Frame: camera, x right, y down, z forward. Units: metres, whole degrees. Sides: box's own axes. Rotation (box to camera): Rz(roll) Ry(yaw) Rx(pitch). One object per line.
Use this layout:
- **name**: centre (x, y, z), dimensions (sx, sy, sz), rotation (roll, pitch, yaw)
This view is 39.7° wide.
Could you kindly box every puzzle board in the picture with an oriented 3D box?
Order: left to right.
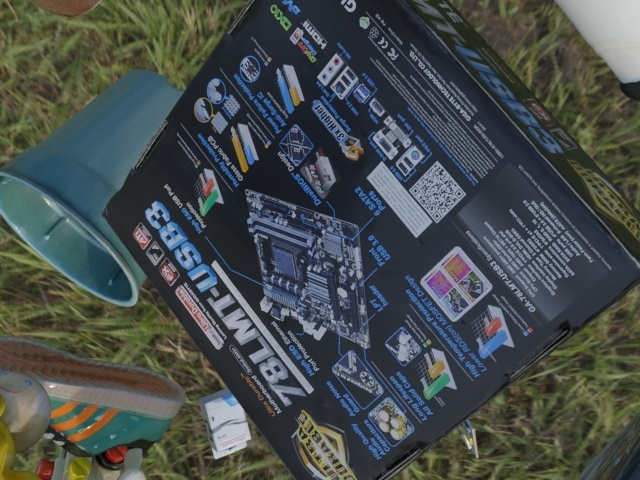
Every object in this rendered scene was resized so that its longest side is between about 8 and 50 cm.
- **puzzle board**: centre (0.224, 0.286, 1.462), dimensions (0.011, 0.096, 0.128), rotation (-23, 47, -6)

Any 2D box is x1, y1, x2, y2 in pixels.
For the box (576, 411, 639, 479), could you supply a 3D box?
- **box**: centre (0.118, 0.162, 0.404), dimensions (0.044, 0.159, 0.233), rotation (38, 56, 16)

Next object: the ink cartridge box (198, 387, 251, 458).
- **ink cartridge box**: centre (-0.118, 0.232, 1.112), dimensions (0.048, 0.028, 0.083), rotation (-18, 101, -23)

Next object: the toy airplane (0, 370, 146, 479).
- **toy airplane**: centre (-0.351, 0.254, 0.863), dimensions (0.386, 0.384, 0.272), rotation (51, 38, -20)

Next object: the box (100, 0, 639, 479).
- **box**: centre (0.017, -0.008, 0.592), dimensions (0.296, 0.073, 0.293), rotation (51, 124, 15)

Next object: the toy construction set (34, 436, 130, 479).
- **toy construction set**: centre (-0.380, 0.322, 1.200), dimensions (0.215, 0.151, 0.328), rotation (19, 67, -24)

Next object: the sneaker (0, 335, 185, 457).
- **sneaker**: centre (-0.316, 0.208, 1.093), dimensions (0.302, 0.108, 0.121), rotation (22, 101, -36)

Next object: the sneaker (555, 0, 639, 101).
- **sneaker**: centre (0.224, -0.169, 0.412), dimensions (0.315, 0.127, 0.182), rotation (-39, 103, -9)

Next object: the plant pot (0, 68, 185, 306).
- **plant pot**: centre (-0.367, -0.114, 1.629), dimensions (0.341, 0.341, 0.334), rotation (36, 64, 5)

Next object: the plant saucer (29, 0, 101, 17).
- **plant saucer**: centre (-0.129, -0.182, 0.381), dimensions (0.029, 0.168, 0.169), rotation (-13, 77, -38)
